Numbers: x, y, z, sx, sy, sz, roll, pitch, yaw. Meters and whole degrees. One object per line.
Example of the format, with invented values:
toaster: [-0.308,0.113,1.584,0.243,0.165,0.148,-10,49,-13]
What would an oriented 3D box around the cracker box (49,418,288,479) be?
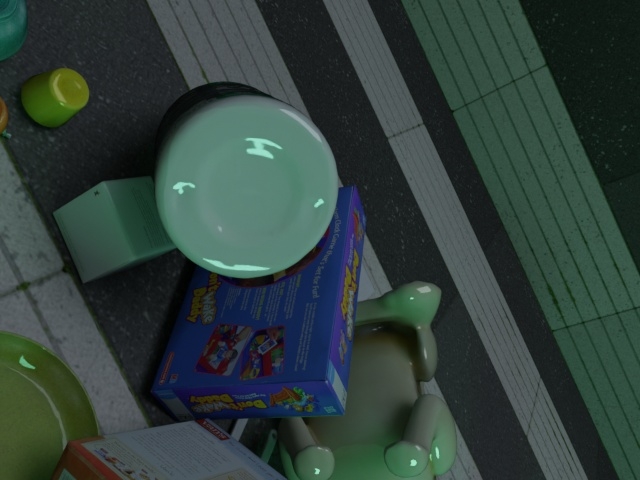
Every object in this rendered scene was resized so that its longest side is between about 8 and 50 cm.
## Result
cracker box: [-0.143,0.267,0.645,0.067,0.155,0.232,-64,153,3]

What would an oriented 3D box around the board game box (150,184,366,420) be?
board game box: [-0.069,0.076,0.863,0.347,0.233,0.078,-79,156,-44]

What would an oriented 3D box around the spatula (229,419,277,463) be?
spatula: [-0.136,0.314,0.821,0.168,0.019,0.242,50,33,-17]

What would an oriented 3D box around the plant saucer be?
plant saucer: [-0.320,0.205,0.577,0.241,0.037,0.241,38,40,-40]

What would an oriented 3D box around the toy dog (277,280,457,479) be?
toy dog: [0.063,0.325,0.933,0.395,0.284,0.408,89,-5,-60]

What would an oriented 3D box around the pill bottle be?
pill bottle: [-0.118,-0.103,0.815,0.204,0.204,0.361,52,-1,-23]

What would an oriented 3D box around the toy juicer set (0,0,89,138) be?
toy juicer set: [-0.427,-0.261,0.691,0.209,0.089,0.329,-43,116,-45]

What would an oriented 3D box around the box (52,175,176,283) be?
box: [-0.255,-0.014,0.768,0.087,0.101,0.101,-23,90,-63]

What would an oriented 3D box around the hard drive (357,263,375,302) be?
hard drive: [0.000,0.000,1.229,0.308,0.040,0.203,65,30,-3]
